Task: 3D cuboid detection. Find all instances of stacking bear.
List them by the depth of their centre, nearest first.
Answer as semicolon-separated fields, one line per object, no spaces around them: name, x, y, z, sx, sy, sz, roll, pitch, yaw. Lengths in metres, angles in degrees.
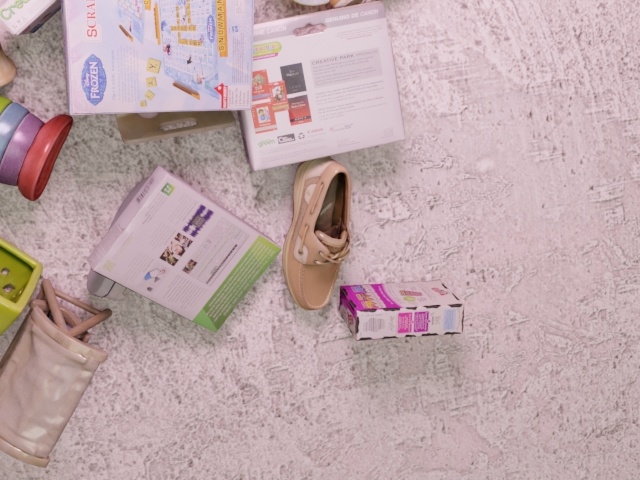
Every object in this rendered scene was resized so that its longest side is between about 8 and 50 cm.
stacking bear;-0.630;-0.204;1.473;0.289;0.164;0.175;25;99;-12

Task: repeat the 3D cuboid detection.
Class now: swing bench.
swing bench;-0.533;0.248;1.557;0.165;0.255;0.253;28;98;-17

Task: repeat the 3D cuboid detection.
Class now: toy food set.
toy food set;-0.271;-0.336;1.454;0.219;0.092;0.306;-13;122;-19

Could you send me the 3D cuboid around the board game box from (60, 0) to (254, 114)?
board game box;-0.270;-0.377;1.360;0.317;0.066;0.319;-5;111;-22

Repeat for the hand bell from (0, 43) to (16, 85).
hand bell;-0.588;-0.395;1.385;0.126;0.126;0.242;7;133;-13

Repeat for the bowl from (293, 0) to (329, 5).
bowl;-0.010;-0.593;1.471;0.289;0.289;0.156;-45;66;3

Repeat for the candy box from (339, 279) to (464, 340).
candy box;0.169;0.147;1.723;0.233;0.159;0.071;-3;107;-10

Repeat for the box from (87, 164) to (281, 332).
box;-0.261;0.027;1.601;0.322;0.058;0.232;35;95;-38

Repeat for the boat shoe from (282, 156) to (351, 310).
boat shoe;0.000;0.000;1.649;0.121;0.110;0.341;-12;116;-30

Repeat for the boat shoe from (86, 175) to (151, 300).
boat shoe;-0.367;0.001;1.613;0.088;0.096;0.268;24;94;-43

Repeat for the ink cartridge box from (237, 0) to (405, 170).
ink cartridge box;-0.013;-0.305;1.578;0.309;0.130;0.272;-12;107;-9

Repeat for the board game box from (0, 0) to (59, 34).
board game box;-0.425;-0.479;1.415;0.305;0.193;0.053;-42;109;1

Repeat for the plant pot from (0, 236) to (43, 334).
plant pot;-0.686;0.102;1.509;0.227;0.228;0.207;35;103;-18

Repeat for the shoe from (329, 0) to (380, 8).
shoe;0.109;-0.484;1.546;0.219;0.076;0.058;-34;95;-28
